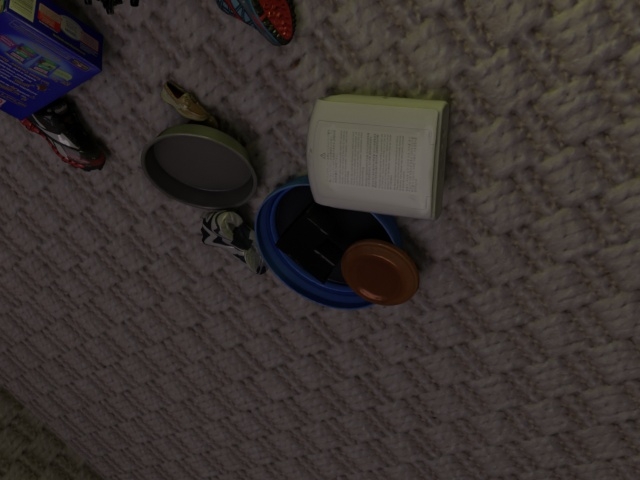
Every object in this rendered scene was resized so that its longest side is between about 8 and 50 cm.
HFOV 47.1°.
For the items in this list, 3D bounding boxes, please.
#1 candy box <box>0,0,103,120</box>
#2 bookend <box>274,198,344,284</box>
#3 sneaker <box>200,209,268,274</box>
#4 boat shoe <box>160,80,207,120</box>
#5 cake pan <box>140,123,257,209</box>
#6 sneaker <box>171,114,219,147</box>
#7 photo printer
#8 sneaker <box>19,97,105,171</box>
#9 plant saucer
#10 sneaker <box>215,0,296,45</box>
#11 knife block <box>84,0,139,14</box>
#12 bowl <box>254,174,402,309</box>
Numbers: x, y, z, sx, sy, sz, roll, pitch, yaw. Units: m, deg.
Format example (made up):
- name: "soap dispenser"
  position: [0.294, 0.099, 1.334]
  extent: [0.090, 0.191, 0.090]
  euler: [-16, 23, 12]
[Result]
- name: "candy box"
  position: [-0.724, -0.446, 1.747]
  extent: [0.317, 0.122, 0.268]
  euler: [-21, 150, 29]
- name: "bookend"
  position: [0.000, 0.000, 1.758]
  extent: [0.156, 0.072, 0.157]
  euler: [38, 134, -6]
- name: "sneaker"
  position: [-0.241, -0.002, 1.991]
  extent: [0.153, 0.094, 0.235]
  euler: [16, 159, 45]
- name: "boat shoe"
  position: [-0.330, -0.337, 1.777]
  extent: [0.135, 0.050, 0.045]
  euler: [32, 133, 9]
- name: "cake pan"
  position: [-0.296, -0.183, 1.828]
  extent: [0.293, 0.054, 0.293]
  euler: [7, 146, 5]
- name: "sneaker"
  position: [-0.335, -0.257, 1.834]
  extent: [0.188, 0.071, 0.066]
  euler: [-14, 118, 36]
- name: "photo printer"
  position: [0.115, -0.183, 1.588]
  extent: [0.307, 0.107, 0.256]
  euler: [8, 109, 22]
- name: "sneaker"
  position: [-0.686, -0.300, 1.969]
  extent: [0.276, 0.097, 0.135]
  euler: [41, 136, -6]
- name: "plant saucer"
  position: [0.140, 0.086, 1.779]
  extent: [0.200, 0.037, 0.200]
  euler: [15, 132, 17]
- name: "sneaker"
  position: [-0.155, -0.511, 1.531]
  extent: [0.262, 0.104, 0.125]
  euler: [51, 149, -11]
- name: "knife block"
  position: [-0.412, -0.610, 1.494]
  extent: [0.088, 0.275, 0.242]
  euler: [26, 174, 18]
- name: "bowl"
  position: [0.024, 0.004, 1.853]
  extent: [0.391, 0.077, 0.391]
  euler: [15, 132, 17]
